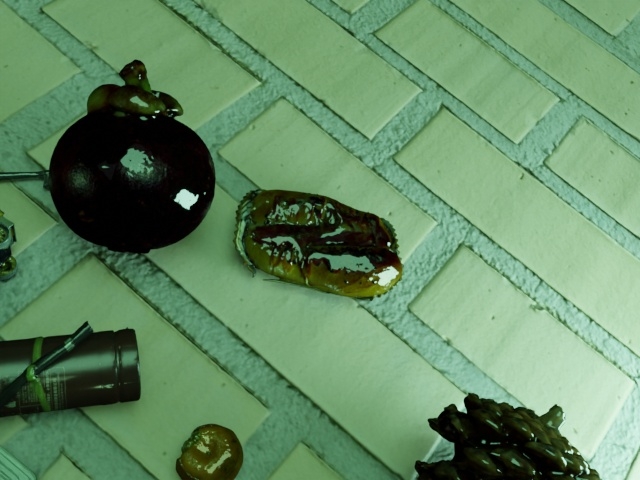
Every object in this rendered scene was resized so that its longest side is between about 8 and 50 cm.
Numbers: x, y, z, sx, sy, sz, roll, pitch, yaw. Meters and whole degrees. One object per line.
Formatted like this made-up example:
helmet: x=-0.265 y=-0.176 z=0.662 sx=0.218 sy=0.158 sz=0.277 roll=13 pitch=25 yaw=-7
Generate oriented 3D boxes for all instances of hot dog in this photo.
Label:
hot dog: x=0.000 y=0.000 z=1.177 sx=0.271 sy=0.082 sz=0.162 roll=13 pitch=56 yaw=-8

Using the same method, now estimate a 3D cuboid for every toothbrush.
toothbrush: x=-0.513 y=-0.083 z=1.106 sx=0.321 sy=0.023 sz=0.031 roll=-3 pitch=59 yaw=-19

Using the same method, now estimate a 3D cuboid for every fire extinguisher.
fire extinguisher: x=-0.395 y=0.161 z=0.936 sx=0.342 sy=0.141 sz=0.105 roll=-3 pitch=34 yaw=-19

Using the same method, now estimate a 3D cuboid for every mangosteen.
mangosteen: x=-0.256 y=-0.114 z=1.066 sx=0.228 sy=0.228 sz=0.265 roll=3 pitch=98 yaw=-15

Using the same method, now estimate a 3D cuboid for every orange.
orange: x=-0.138 y=0.278 z=0.982 sx=0.086 sy=0.062 sz=0.086 roll=-1 pitch=56 yaw=1

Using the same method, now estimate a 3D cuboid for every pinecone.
pinecone: x=0.224 y=0.315 z=0.972 sx=0.257 sy=0.243 sz=0.243 roll=-35 pitch=75 yaw=-25

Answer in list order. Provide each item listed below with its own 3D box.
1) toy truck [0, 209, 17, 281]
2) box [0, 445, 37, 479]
toy truck: x=-0.490 y=0.038 z=0.999 sx=0.114 sy=0.098 sz=0.227 roll=32 pitch=54 yaw=8
box: x=-0.395 y=0.283 z=0.897 sx=0.122 sy=0.069 sz=0.084 roll=37 pitch=55 yaw=6
